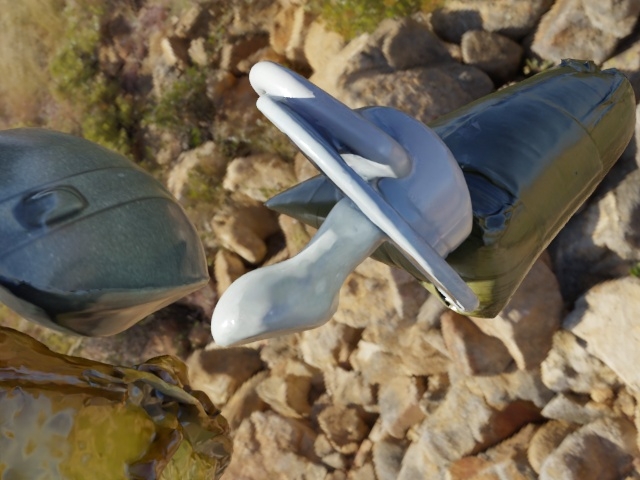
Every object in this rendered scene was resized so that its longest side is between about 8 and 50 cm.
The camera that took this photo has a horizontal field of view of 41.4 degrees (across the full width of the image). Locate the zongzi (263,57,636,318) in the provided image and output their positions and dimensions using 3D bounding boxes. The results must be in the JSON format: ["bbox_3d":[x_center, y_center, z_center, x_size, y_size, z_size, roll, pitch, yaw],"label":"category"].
[{"bbox_3d":[0.124,-0.086,0.845,0.300,0.145,0.274,20,56,42],"label":"zongzi"}]

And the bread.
[{"bbox_3d":[-0.231,0.200,0.540,0.358,0.337,0.204,-14,62,4],"label":"bread"}]

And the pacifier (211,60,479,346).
[{"bbox_3d":[0.000,0.000,0.611,0.227,0.279,0.207,42,92,10],"label":"pacifier"}]

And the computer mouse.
[{"bbox_3d":[-0.198,-0.015,0.759,0.114,0.374,0.203,-43,86,5],"label":"computer mouse"}]
